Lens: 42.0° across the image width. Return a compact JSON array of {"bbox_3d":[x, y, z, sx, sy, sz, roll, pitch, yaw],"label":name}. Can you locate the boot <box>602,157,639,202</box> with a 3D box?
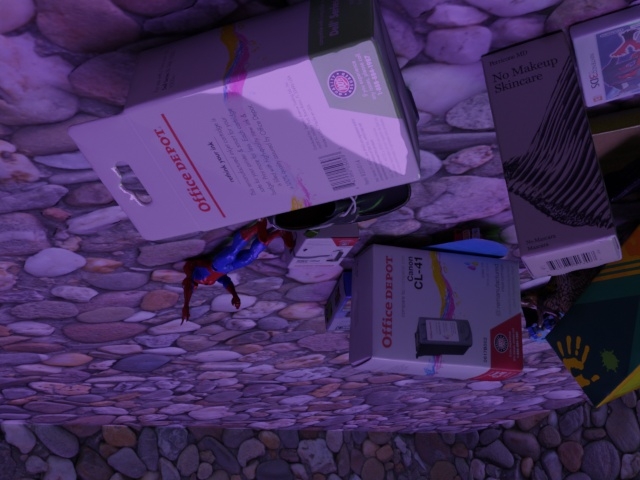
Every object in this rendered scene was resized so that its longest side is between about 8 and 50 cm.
[{"bbox_3d":[0.499,-0.092,1.285,0.099,0.045,0.121,1,156,-27],"label":"boot"}]

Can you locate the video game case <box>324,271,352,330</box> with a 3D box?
[{"bbox_3d":[0.159,0.129,1.816,0.269,0.061,0.244,-2,159,-11],"label":"video game case"}]

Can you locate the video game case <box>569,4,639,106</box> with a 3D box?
[{"bbox_3d":[0.424,-0.242,1.041,0.201,0.023,0.183,-15,157,18],"label":"video game case"}]

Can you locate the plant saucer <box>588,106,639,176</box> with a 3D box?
[{"bbox_3d":[0.463,-0.148,1.253,0.188,0.045,0.188,-11,158,11],"label":"plant saucer"}]

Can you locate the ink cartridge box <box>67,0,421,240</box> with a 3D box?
[{"bbox_3d":[-0.081,-0.135,0.957,0.353,0.119,0.207,-13,135,14],"label":"ink cartridge box"}]

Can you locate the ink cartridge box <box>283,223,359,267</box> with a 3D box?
[{"bbox_3d":[0.000,0.000,1.464,0.099,0.056,0.135,0,156,-17],"label":"ink cartridge box"}]

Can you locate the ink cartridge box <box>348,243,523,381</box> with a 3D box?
[{"bbox_3d":[0.221,0.141,1.589,0.306,0.226,0.131,7,162,-16],"label":"ink cartridge box"}]

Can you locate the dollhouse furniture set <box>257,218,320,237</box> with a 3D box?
[{"bbox_3d":[-0.066,-0.061,1.344,0.151,0.059,0.076,22,157,-15],"label":"dollhouse furniture set"}]

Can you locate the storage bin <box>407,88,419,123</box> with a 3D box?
[{"bbox_3d":[0.060,-0.151,1.081,0.135,0.098,0.091,4,145,-25],"label":"storage bin"}]

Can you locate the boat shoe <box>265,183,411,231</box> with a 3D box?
[{"bbox_3d":[0.030,-0.055,1.271,0.233,0.084,0.079,-8,-163,-8],"label":"boat shoe"}]

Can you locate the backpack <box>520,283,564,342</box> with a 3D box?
[{"bbox_3d":[0.577,0.161,1.947,0.158,0.117,0.173,14,147,-43],"label":"backpack"}]

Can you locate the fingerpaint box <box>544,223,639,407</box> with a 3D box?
[{"bbox_3d":[0.659,0.064,1.414,0.444,0.163,0.371,-14,147,-29],"label":"fingerpaint box"}]

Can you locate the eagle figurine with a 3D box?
[{"bbox_3d":[0.536,0.084,1.661,0.225,0.226,0.298,29,148,-24],"label":"eagle figurine"}]

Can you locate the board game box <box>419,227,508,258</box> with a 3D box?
[{"bbox_3d":[0.274,0.008,1.594,0.168,0.033,0.133,-10,158,35],"label":"board game box"}]

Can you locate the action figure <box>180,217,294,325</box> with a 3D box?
[{"bbox_3d":[-0.166,0.071,1.496,0.091,0.139,0.280,15,152,-39],"label":"action figure"}]

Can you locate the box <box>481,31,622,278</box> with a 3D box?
[{"bbox_3d":[0.276,-0.102,1.006,0.113,0.275,0.094,-16,156,19],"label":"box"}]
